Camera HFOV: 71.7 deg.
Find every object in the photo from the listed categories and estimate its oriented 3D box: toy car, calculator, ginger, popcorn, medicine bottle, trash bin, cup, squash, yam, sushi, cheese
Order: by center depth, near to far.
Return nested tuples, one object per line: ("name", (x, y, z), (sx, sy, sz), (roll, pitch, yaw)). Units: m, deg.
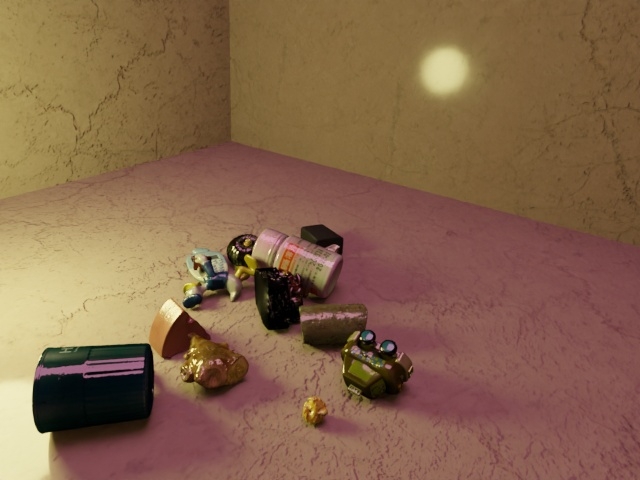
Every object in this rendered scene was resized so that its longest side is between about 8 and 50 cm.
("cup", (-0.670, 0.448, 1.361), (0.293, 0.307, 0.242), (-2, 60, -14))
("popcorn", (-0.015, 0.544, 1.418), (0.084, 0.084, 0.084), (4, 27, -2))
("toy car", (0.174, 0.453, 1.538), (0.248, 0.204, 0.198), (20, 54, 31))
("ginger", (-0.398, 0.417, 1.547), (0.270, 0.123, 0.219), (16, 24, 41))
("cheese", (-0.528, 0.312, 1.661), (0.203, 0.176, 0.128), (-18, 34, -37))
("yam", (0.044, 0.329, 1.750), (0.268, 0.161, 0.161), (1, 27, -11))
("sushi", (-0.162, 0.237, 1.880), (0.213, 0.215, 0.227), (-1, 7, -21))
("medicine bottle", (-0.107, 0.098, 2.059), (0.389, 0.219, 0.219), (23, 31, 13))
("calculator", (-0.561, 0.118, 2.192), (0.189, 0.042, 0.302), (-9, 30, -24))
("squash", (-0.377, 0.049, 2.241), (0.194, 0.155, 0.193), (-7, 46, 7))
("trash bin", (0.000, 0.000, 2.454), (0.166, 0.114, 0.225), (-9, 26, -24))

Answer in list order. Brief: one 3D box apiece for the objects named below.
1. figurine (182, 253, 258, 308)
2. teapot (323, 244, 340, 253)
("figurine", (-0.487, 0.166, 1.957), (0.284, 0.204, 0.338), (39, 50, 8))
("teapot", (-0.001, 0.097, 2.257), (0.159, 0.116, 0.246), (37, 37, 27))
